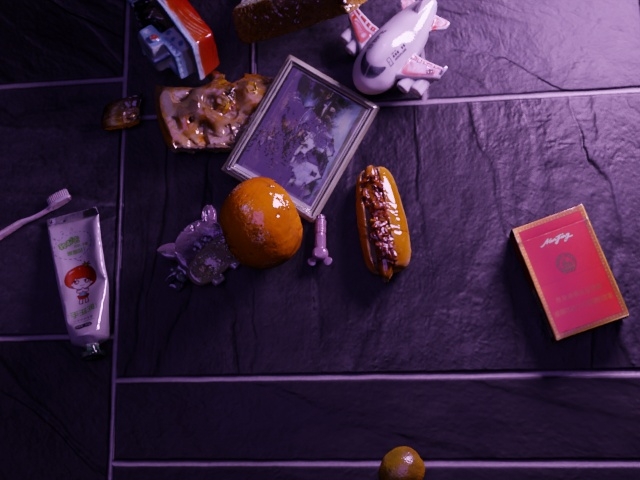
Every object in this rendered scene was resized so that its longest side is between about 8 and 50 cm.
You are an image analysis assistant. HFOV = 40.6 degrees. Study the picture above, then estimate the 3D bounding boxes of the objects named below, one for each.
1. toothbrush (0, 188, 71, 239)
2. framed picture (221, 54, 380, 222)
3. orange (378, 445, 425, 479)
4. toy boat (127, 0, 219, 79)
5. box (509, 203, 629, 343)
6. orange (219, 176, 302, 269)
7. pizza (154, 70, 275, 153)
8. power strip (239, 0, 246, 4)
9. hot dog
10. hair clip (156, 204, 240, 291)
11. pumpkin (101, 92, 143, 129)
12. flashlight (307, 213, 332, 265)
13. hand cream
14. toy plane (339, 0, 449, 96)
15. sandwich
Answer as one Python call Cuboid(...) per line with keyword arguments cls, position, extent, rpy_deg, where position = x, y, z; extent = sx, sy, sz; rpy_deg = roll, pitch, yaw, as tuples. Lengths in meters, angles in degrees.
Cuboid(cls="toothbrush", position=(-0.688, -0.028, 1.919), extent=(0.307, 0.025, 0.030), rpy_deg=(-31, 68, 1))
Cuboid(cls="framed picture", position=(-0.041, -0.218, 1.841), extent=(0.232, 0.019, 0.296), rpy_deg=(29, 85, -1))
Cuboid(cls="orange", position=(0.155, 0.447, 1.676), extent=(0.095, 0.085, 0.085), rpy_deg=(-41, 76, -3))
Cuboid(cls="toy boat", position=(-0.360, -0.483, 1.893), extent=(0.133, 0.145, 0.332), rpy_deg=(-32, 63, -13))
Cuboid(cls="box", position=(0.488, 0.066, 1.713), extent=(0.153, 0.074, 0.240), rpy_deg=(-21, 78, 7))
Cuboid(cls="orange", position=(-0.124, -0.030, 1.753), extent=(0.161, 0.193, 0.193), rpy_deg=(-24, 76, -4))
Cuboid(cls="pizza", position=(-0.213, -0.284, 1.879), extent=(0.296, 0.071, 0.189), rpy_deg=(-7, 74, 1))
Cuboid(cls="power strip", position=(-0.073, -0.637, 1.943), extent=(0.106, 0.043, 0.367), rpy_deg=(21, 83, 11))
Cuboid(cls="hot dog", position=(0.127, -0.036, 1.779), extent=(0.102, 0.076, 0.249), rpy_deg=(-8, 77, 3))
Cuboid(cls="hair clip", position=(-0.253, 0.033, 1.832), extent=(0.146, 0.056, 0.187), rpy_deg=(44, 85, 7))
Cuboid(cls="pumpkin", position=(-0.437, -0.283, 1.932), extent=(0.101, 0.035, 0.073), rpy_deg=(-12, 66, 9))
Cuboid(cls="flashlight", position=(0.000, 0.000, 1.813), extent=(0.052, 0.031, 0.110), rpy_deg=(-2, 74, 10))
Cuboid(cls="hand cream", position=(-0.512, 0.092, 1.858), extent=(0.121, 0.076, 0.336), rpy_deg=(-15, 71, 3))
Cuboid(cls="toy plane", position=(0.160, -0.416, 1.831), extent=(0.252, 0.118, 0.252), rpy_deg=(-2, 80, 10))
Cuboid(cls="sandwich", position=(-0.019, -0.525, 1.850), extent=(0.288, 0.254, 0.100), rpy_deg=(-10, 121, 30))
